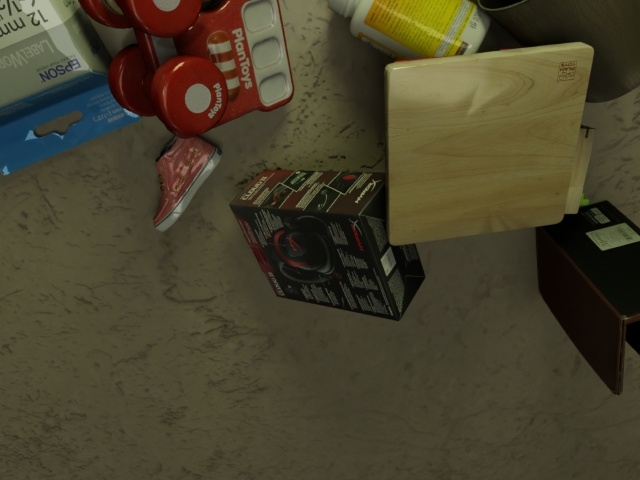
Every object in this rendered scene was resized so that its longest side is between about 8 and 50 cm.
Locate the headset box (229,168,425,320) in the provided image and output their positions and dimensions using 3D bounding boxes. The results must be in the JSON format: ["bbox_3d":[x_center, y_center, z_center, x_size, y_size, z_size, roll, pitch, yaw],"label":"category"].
[{"bbox_3d":[0.000,0.000,0.968,0.293,0.110,0.218,6,133,38],"label":"headset box"}]

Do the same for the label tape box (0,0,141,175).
[{"bbox_3d":[-0.444,-0.257,0.795,0.249,0.115,0.348,-20,122,4],"label":"label tape box"}]

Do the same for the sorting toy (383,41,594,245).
[{"bbox_3d":[0.210,-0.137,0.804,0.257,0.089,0.255,-8,124,-4],"label":"sorting toy"}]

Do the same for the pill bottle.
[{"bbox_3d":[0.123,-0.319,0.831,0.215,0.117,0.117,28,116,-4],"label":"pill bottle"}]

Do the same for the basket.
[{"bbox_3d":[0.359,-0.309,0.799,0.204,0.154,0.227,-37,127,20],"label":"basket"}]

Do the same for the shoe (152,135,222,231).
[{"bbox_3d":[-0.245,-0.101,0.963,0.081,0.063,0.178,33,107,-25],"label":"shoe"}]

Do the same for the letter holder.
[{"bbox_3d":[0.540,0.104,1.084,0.152,0.302,0.214,-15,124,0],"label":"letter holder"}]

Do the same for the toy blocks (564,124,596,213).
[{"bbox_3d":[0.290,-0.182,0.953,0.381,0.191,0.261,-1,111,-9],"label":"toy blocks"}]

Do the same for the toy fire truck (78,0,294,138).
[{"bbox_3d":[-0.162,-0.298,0.794,0.254,0.169,0.302,-31,128,-30],"label":"toy fire truck"}]
